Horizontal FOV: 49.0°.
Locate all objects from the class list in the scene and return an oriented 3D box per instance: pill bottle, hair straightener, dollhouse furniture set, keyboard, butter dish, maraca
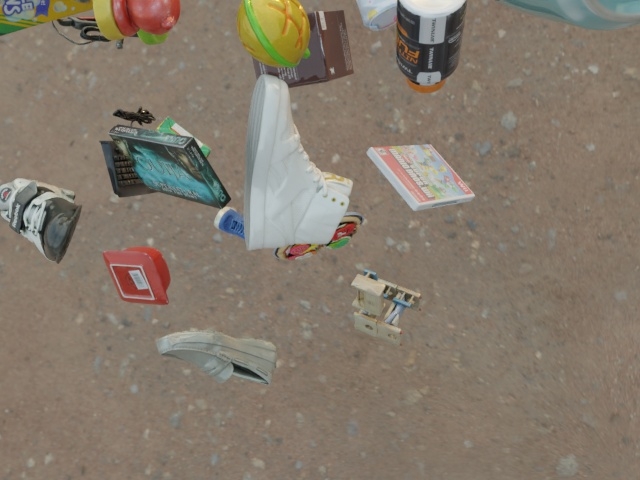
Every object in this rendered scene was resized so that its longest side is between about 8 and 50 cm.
[{"bbox_3d":[0.213,-0.398,1.376,0.131,0.245,0.130,-2,62,4],"label":"pill bottle"},{"bbox_3d":[-0.435,-0.440,1.456,0.089,0.230,0.047,62,142,31],"label":"hair straightener"},{"bbox_3d":[0.163,0.138,1.690,0.129,0.183,0.129,20,54,21],"label":"dollhouse furniture set"},{"bbox_3d":[-0.396,-0.202,1.542,0.033,0.317,0.201,-13,96,10],"label":"keyboard"},{"bbox_3d":[-0.441,0.072,1.767,0.160,0.160,0.118,2,32,27],"label":"butter dish"},{"bbox_3d":[-0.062,-0.318,1.046,0.099,0.186,0.127,-20,100,23],"label":"maraca"}]

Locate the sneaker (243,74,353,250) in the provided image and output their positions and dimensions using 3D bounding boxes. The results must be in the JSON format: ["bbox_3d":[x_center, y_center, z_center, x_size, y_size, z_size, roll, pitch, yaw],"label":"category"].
[{"bbox_3d":[-0.030,-0.119,1.107,0.169,0.292,0.108,-1,34,-12],"label":"sneaker"}]

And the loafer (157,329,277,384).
[{"bbox_3d":[-0.241,0.285,1.689,0.112,0.320,0.111,-29,55,48],"label":"loafer"}]

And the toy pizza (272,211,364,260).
[{"bbox_3d":[0.000,0.000,1.431,0.201,0.201,0.032,-27,75,14],"label":"toy pizza"}]

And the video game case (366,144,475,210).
[{"bbox_3d":[0.268,-0.171,1.837,0.204,0.285,0.025,53,126,21],"label":"video game case"}]

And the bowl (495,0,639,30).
[{"bbox_3d":[0.326,-0.358,0.768,0.312,0.311,0.163,-30,47,12],"label":"bowl"}]

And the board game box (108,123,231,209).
[{"bbox_3d":[-0.233,-0.115,1.077,0.186,0.126,0.026,15,56,38],"label":"board game box"}]

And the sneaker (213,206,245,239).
[{"bbox_3d":[-0.176,-0.030,1.588,0.085,0.152,0.058,26,88,18],"label":"sneaker"}]

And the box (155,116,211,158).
[{"bbox_3d":[-0.285,-0.157,1.367,0.105,0.179,0.043,38,58,-8],"label":"box"}]

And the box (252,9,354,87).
[{"bbox_3d":[-0.050,-0.477,1.768,0.203,0.167,0.168,-3,107,27],"label":"box"}]

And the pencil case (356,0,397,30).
[{"bbox_3d":[0.115,-0.655,1.722,0.124,0.113,0.273,-26,82,-2],"label":"pencil case"}]

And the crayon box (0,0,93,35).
[{"bbox_3d":[-0.502,-0.496,1.242,0.323,0.203,0.083,-33,62,-33],"label":"crayon box"}]

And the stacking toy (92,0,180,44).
[{"bbox_3d":[-0.292,-0.506,1.296,0.130,0.279,0.308,4,93,10],"label":"stacking toy"}]

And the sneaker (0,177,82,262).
[{"bbox_3d":[-0.546,-0.049,1.337,0.330,0.146,0.122,25,92,62],"label":"sneaker"}]
